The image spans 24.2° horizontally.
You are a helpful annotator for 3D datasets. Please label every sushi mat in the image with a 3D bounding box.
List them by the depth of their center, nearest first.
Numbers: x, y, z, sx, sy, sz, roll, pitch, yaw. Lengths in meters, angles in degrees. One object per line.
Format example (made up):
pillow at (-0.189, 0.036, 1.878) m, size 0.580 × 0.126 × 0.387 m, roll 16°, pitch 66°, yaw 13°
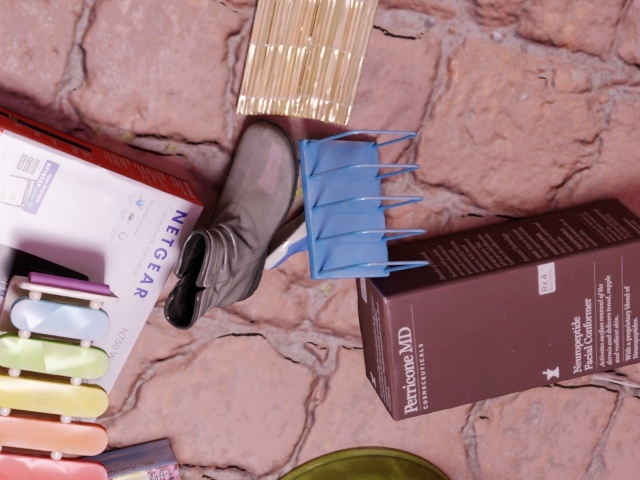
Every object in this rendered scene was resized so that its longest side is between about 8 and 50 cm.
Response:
sushi mat at (0.000, -0.291, 1.771) m, size 0.151 × 0.019 × 0.316 m, roll 6°, pitch 111°, yaw -18°

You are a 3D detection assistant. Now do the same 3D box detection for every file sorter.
file sorter at (0.057, -0.044, 1.796) m, size 0.118 × 0.104 × 0.170 m, roll -1°, pitch 84°, yaw -38°

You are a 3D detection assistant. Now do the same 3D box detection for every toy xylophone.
toy xylophone at (-0.359, 0.175, 1.741) m, size 0.236 × 0.081 × 0.323 m, roll 2°, pitch 112°, yaw -18°

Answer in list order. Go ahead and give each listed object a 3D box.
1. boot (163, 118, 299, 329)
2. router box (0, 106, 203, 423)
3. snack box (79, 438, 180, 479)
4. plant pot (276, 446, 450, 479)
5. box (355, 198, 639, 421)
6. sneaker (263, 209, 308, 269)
boot at (-0.106, -0.016, 1.772) m, size 0.083 × 0.161 × 0.246 m, roll 20°, pitch 107°, yaw 17°
router box at (-0.348, 0.034, 1.776) m, size 0.301 × 0.082 × 0.335 m, roll 21°, pitch 106°, yaw -24°
snack box at (-0.265, 0.381, 1.966) m, size 0.174 × 0.070 × 0.207 m, roll -12°, pitch 118°, yaw -12°
plant pot at (0.090, 0.522, 1.979) m, size 0.366 × 0.353 × 0.366 m, roll -7°, pitch 115°, yaw -15°
box at (0.247, 0.086, 1.954) m, size 0.381 × 0.143 × 0.191 m, roll -12°, pitch 117°, yaw -10°
sneaker at (0.000, 0.000, 1.881) m, size 0.152 × 0.058 × 0.084 m, roll -45°, pitch 110°, yaw -2°
